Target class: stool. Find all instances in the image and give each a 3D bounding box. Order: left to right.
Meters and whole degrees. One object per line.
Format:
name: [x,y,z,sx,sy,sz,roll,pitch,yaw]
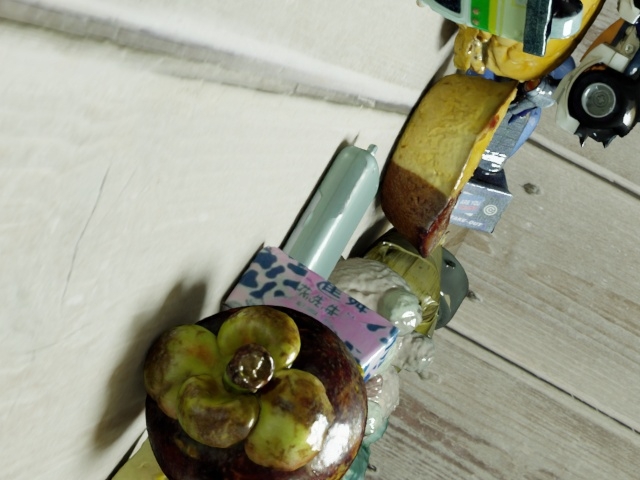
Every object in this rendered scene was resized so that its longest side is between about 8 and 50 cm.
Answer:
stool: [0.148,0.101,2.156,0.139,0.153,0.228,-54,168,-35]

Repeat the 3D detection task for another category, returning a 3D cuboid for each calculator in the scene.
calculator: [0.000,0.000,1.418,0.246,0.045,0.141,-60,170,-7]

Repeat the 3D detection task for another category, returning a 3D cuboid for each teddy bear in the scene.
teddy bear: [0.030,0.150,1.640,0.151,0.236,0.267,-123,-143,-54]

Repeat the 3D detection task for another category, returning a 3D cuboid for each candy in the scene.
candy: [-0.015,0.084,1.256,0.092,0.160,0.073,-48,162,-29]

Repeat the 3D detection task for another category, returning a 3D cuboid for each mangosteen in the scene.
mangosteen: [-0.056,0.130,1.093,0.192,0.192,0.217,-56,162,-27]

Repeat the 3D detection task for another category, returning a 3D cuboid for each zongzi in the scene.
zongzi: [0.097,0.098,1.963,0.274,0.145,0.300,-61,178,28]

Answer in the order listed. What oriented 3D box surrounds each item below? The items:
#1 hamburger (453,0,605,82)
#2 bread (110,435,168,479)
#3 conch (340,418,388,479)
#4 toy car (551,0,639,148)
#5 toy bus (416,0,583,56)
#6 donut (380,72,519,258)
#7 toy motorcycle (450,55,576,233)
hamburger: [0.272,-0.322,1.578,0.318,0.158,0.318,-56,170,-14]
bread: [-0.166,0.309,1.127,0.264,0.168,0.163,-64,170,-3]
conch: [0.009,0.302,2.034,0.277,0.195,0.220,-32,130,-18]
toy car: [0.398,-0.255,1.579,0.193,0.118,0.301,-16,136,-58]
toy bus: [0.202,-0.310,1.225,0.276,0.165,0.133,-53,153,-41]
donut: [0.146,-0.090,1.736,0.151,0.112,0.295,-43,159,-54]
toy motorcycle: [0.275,-0.197,1.834,0.212,0.125,0.358,-93,-158,-47]
